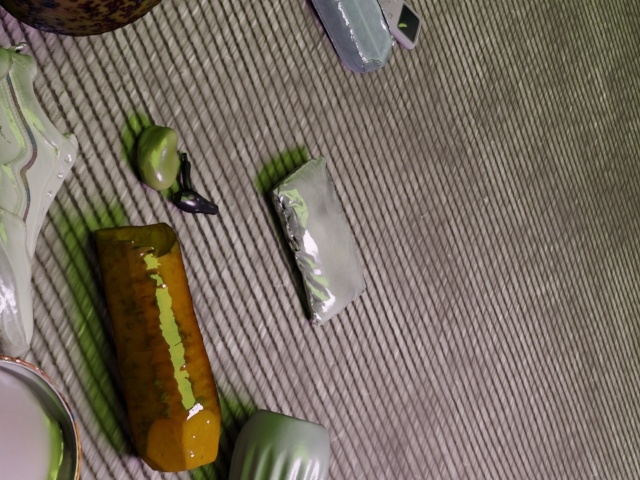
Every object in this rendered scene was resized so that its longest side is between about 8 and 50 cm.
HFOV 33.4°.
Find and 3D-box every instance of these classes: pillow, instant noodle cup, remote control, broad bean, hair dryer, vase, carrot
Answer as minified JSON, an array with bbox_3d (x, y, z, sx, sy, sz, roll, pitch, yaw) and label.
[{"bbox_3d":[0.000,0.000,1.557,0.128,0.050,0.229,-32,111,-43],"label":"pillow"},{"bbox_3d":[-0.365,0.208,1.013,0.250,0.192,0.251,9,78,-47],"label":"instant noodle cup"},{"bbox_3d":[0.084,-0.405,1.720,0.261,0.029,0.067,36,61,-40],"label":"remote control"},{"bbox_3d":[-0.206,-0.105,1.349,0.063,0.045,0.083,2,91,-60],"label":"broad bean"},{"bbox_3d":[-0.166,-0.075,1.404,0.079,0.031,0.083,16,65,-57],"label":"hair dryer"},{"bbox_3d":[-0.069,0.350,1.384,0.128,0.128,0.248,25,76,-44],"label":"vase"},{"bbox_3d":[0.042,-0.369,1.637,0.104,0.052,0.247,-51,129,-28],"label":"remote control"},{"bbox_3d":[-0.192,0.126,1.282,0.114,0.114,0.302,-16,96,-48],"label":"carrot"}]

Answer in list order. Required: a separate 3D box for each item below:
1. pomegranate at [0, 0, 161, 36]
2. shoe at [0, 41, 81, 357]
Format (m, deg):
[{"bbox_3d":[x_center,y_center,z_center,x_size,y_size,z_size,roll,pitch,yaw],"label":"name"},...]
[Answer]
[{"bbox_3d":[-0.313,-0.355,1.132,0.340,0.285,0.285,-1,85,-15],"label":"pomegranate"},{"bbox_3d":[-0.333,-0.054,1.130,0.210,0.132,0.342,-22,98,-45],"label":"shoe"}]
